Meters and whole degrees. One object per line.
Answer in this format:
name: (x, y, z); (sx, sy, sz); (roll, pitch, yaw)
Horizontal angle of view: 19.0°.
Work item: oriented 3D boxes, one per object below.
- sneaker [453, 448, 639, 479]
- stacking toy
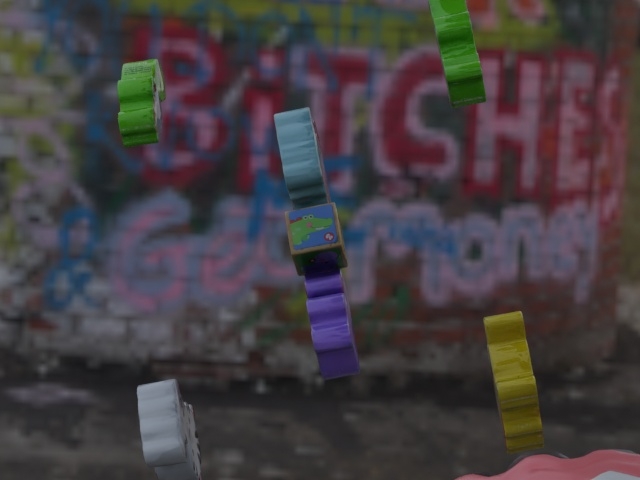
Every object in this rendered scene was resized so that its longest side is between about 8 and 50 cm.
sneaker: (0.162, 0.109, 0.542); (0.314, 0.116, 0.136); (-22, 23, 15)
stacking toy: (0.000, 0.000, 0.850); (0.167, 0.221, 0.052); (-10, -27, 4)
